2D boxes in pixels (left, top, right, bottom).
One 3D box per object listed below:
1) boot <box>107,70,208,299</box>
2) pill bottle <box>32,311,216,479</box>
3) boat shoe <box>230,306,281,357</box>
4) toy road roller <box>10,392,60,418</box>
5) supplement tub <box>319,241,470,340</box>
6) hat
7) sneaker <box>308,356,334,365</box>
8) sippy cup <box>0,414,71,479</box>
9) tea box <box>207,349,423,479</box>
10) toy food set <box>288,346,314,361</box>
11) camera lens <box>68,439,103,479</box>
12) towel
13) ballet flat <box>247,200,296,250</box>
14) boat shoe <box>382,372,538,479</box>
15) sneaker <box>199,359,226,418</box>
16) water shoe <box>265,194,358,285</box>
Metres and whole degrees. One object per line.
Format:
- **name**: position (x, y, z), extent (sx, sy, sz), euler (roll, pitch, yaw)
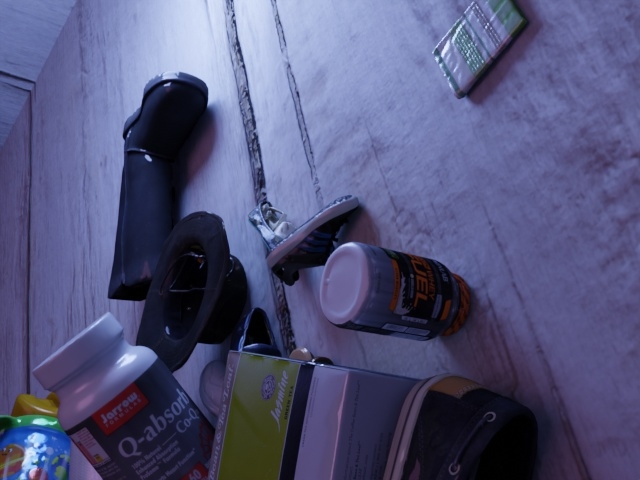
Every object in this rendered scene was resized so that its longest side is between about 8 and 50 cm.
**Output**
- **boot**: position (-0.369, -0.110, 2.038), extent (0.367, 0.146, 0.445), euler (143, 134, -58)
- **pill bottle**: position (-0.339, 0.324, 1.629), extent (0.210, 0.363, 0.210), euler (-37, 7, 5)
- **boat shoe**: position (-0.117, 0.211, 1.569), extent (0.089, 0.109, 0.258), euler (-66, 28, 27)
- **toy road roller**: position (-0.583, 0.464, 2.082), extent (0.329, 0.240, 0.202), euler (29, 104, 56)
- **supplement tub**: position (0.104, 0.073, 1.229), extent (0.117, 0.190, 0.117), euler (-23, 62, 51)
- **hat**: position (-0.229, 0.114, 1.776), extent (0.331, 0.134, 0.331), euler (-29, 50, 41)
- **sneaker**: position (-0.033, 0.282, 1.480), extent (0.086, 0.064, 0.192), euler (-8, 67, 66)
- **sippy cup**: position (-0.596, 0.516, 1.843), extent (0.240, 0.305, 0.224), euler (-60, 20, 23)
- **tea box**: position (0.007, 0.338, 1.258), extent (0.323, 0.220, 0.329), euler (0, 78, 56)
- **toy food set**: position (-0.034, 0.224, 1.542), extent (0.083, 0.020, 0.082), euler (-24, 60, 50)
- **camera lens**: position (-0.392, 0.470, 1.812), extent (0.219, 0.219, 0.274), euler (-32, 54, 48)
- **towel**: position (0.233, -0.294, 1.323), extent (0.152, 0.023, 0.113), euler (-48, 45, 33)
- **ballet flat**: position (-0.080, -0.018, 1.659), extent (0.188, 0.070, 0.070), euler (48, 119, 48)
- **boat shoe**: position (0.145, 0.405, 1.047), extent (0.156, 0.187, 0.500), euler (0, 71, 46)
- **sneaker**: position (-0.139, 0.292, 1.632), extent (0.115, 0.090, 0.232), euler (-53, 49, 22)
- **water shoe**: position (0.000, 0.000, 1.538), extent (0.203, 0.080, 0.073), euler (-37, 5, 25)
